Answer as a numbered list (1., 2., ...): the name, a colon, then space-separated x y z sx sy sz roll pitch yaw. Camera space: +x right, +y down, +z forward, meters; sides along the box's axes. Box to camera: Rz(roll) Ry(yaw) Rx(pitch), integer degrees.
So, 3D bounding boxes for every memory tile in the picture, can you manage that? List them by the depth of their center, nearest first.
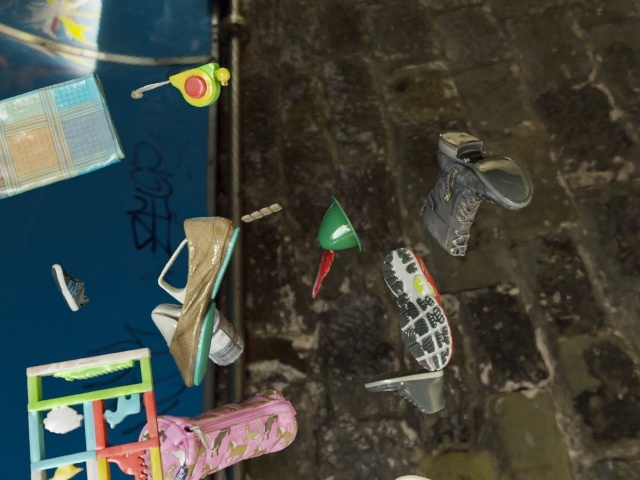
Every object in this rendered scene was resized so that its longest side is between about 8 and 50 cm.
1. memory tile: -0.216 -0.101 2.224 0.113 0.147 0.012 40 -151 -84

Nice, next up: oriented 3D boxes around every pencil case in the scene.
1. pencil case: -0.222 0.448 1.394 0.386 0.167 0.160 5 -94 -54

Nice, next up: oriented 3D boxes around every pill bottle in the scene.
1. pill bottle: -0.357 0.300 1.986 0.246 0.130 0.131 60 -162 -46

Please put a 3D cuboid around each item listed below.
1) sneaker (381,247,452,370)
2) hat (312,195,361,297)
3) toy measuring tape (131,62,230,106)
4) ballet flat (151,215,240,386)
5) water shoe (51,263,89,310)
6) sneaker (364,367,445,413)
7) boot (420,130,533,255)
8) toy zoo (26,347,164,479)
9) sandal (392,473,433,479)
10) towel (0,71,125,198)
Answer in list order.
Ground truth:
1. sneaker: 0.232 0.143 1.318 0.118 0.107 0.279 16 -127 -51
2. hat: 0.000 0.000 1.697 0.173 0.183 0.208 64 177 -40
3. toy measuring tape: -0.425 -0.455 1.874 0.121 0.330 0.122 -14 -90 -74
4. ballet flat: -0.247 0.109 1.138 0.116 0.124 0.343 -78 4 -71
5. water shoe: -0.882 0.154 2.137 0.073 0.080 0.203 31 140 38
6. sneaker: 0.236 0.423 1.664 0.083 0.221 0.118 -139 42 -89
7. boot: 0.286 -0.063 1.156 0.263 0.091 0.229 -124 30 -47
8. toy zoo: -0.350 0.331 0.948 0.030 0.192 0.293 113 147 -71
9. sandal: 0.175 0.398 0.747 0.240 0.088 0.079 51 180 10
10. towel: -0.747 -0.284 1.639 0.040 0.370 0.272 119 130 -76
